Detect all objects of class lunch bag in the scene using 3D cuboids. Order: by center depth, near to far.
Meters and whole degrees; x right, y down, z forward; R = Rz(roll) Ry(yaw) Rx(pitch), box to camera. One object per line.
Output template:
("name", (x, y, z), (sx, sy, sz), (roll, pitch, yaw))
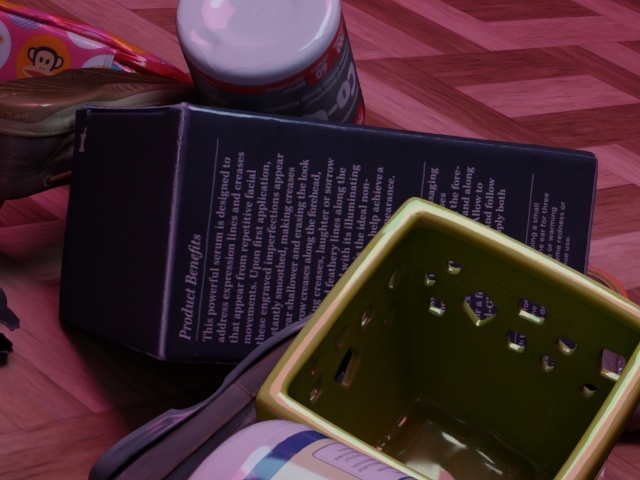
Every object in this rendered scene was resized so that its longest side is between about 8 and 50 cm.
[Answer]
("lunch bag", (-0.289, -0.183, 2.209), (0.293, 0.120, 0.258), (20, 0, 9))

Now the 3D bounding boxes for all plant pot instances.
("plant pot", (0.098, 0.145, 1.441), (0.227, 0.207, 0.228), (28, 55, 17))

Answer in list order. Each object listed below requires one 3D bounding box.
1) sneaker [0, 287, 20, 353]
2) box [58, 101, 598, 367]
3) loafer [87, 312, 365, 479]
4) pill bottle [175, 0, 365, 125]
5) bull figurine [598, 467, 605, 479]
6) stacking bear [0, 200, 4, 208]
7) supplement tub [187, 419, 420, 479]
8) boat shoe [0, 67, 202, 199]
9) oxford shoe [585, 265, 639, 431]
("sneaker", (-0.342, 0.051, 1.734), (0.170, 0.051, 0.089), (19, 18, 1))
("box", (0.000, 0.000, 1.750), (0.395, 0.212, 0.293), (6, 2, -23))
("loafer", (-0.051, 0.149, 1.532), (0.267, 0.096, 0.084), (-33, 60, -11))
("pill bottle", (-0.040, -0.152, 1.968), (0.161, 0.283, 0.161), (-5, 60, 8))
("bull figurine", (0.098, 0.185, 1.632), (0.310, 0.101, 0.188), (24, 26, 21))
("stacking bear", (-0.402, -0.106, 1.946), (0.175, 0.164, 0.289), (-8, 37, -31))
("supplement tub", (0.057, 0.275, 1.213), (0.324, 0.235, 0.235), (23, 23, 20))
("boat shoe", (-0.221, -0.100, 1.935), (0.123, 0.123, 0.342), (11, 13, 22))
("oxford shoe", (0.263, 0.098, 1.963), (0.098, 0.097, 0.271), (-1, 27, -22))
